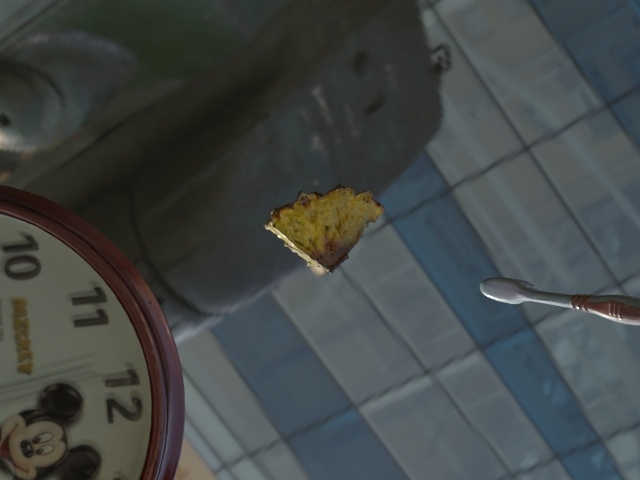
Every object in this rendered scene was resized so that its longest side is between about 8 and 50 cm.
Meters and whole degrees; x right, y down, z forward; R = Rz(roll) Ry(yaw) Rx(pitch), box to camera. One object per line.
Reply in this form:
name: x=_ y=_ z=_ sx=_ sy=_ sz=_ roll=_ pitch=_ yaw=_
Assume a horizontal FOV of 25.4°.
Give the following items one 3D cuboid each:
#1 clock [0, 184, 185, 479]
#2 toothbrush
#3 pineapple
clock: x=-0.251 y=0.117 z=0.960 sx=0.318 sy=0.318 sz=0.080 roll=-38 pitch=180 yaw=-7
toothbrush: x=0.150 y=0.033 z=0.673 sx=0.019 sy=0.013 sz=0.193 roll=0 pitch=-175 yaw=-40
pineapple: x=0.000 y=0.000 z=1.287 sx=0.114 sy=0.077 sz=0.114 roll=-16 pitch=168 yaw=-18
